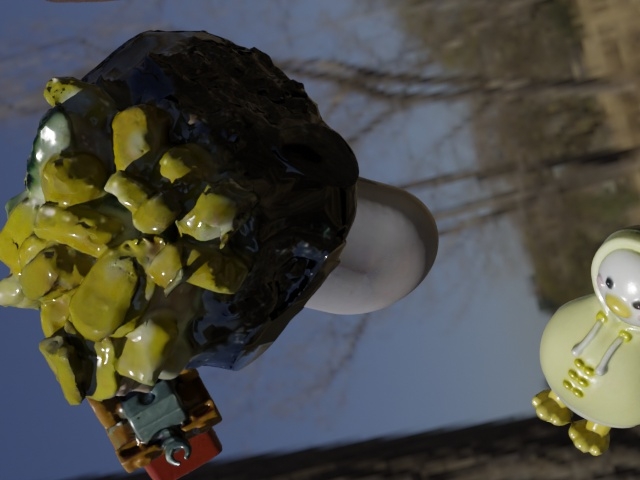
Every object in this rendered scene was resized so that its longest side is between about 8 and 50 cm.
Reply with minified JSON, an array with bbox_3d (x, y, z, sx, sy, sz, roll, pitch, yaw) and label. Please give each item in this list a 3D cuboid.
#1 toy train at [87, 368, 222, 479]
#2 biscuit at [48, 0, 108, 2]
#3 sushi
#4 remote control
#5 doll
[{"bbox_3d":[-0.261,0.203,2.583,0.369,0.163,0.232,57,172,37],"label":"toy train"},{"bbox_3d":[-0.199,-0.333,2.141,0.273,0.257,0.049,-12,-87,-38],"label":"biscuit"},{"bbox_3d":[-0.171,-0.026,1.671,0.285,0.328,0.329,-16,-115,-41],"label":"sushi"},{"bbox_3d":[0.000,0.000,2.335,0.221,0.332,0.103,-59,31,32],"label":"remote control"},{"bbox_3d":[0.289,0.089,1.731,0.141,0.117,0.296,43,147,26],"label":"doll"}]
